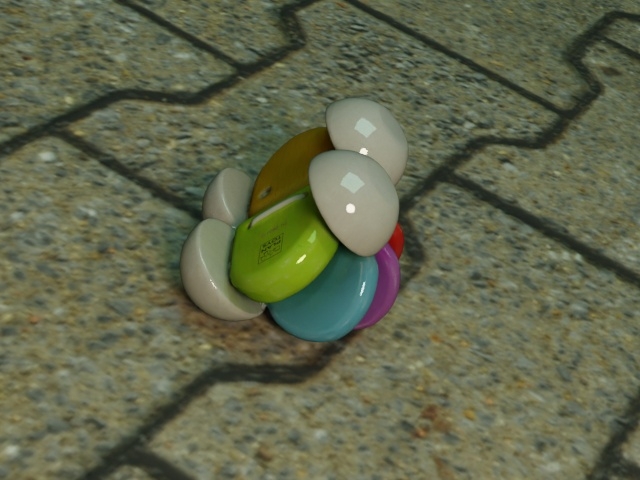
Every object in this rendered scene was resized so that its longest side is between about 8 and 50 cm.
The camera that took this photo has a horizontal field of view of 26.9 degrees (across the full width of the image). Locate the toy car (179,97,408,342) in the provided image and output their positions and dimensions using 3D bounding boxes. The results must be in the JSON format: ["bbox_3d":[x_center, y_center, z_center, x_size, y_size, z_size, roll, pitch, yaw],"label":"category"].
[{"bbox_3d":[0.000,0.000,0.940,0.136,0.159,0.182,52,24,-21],"label":"toy car"}]
